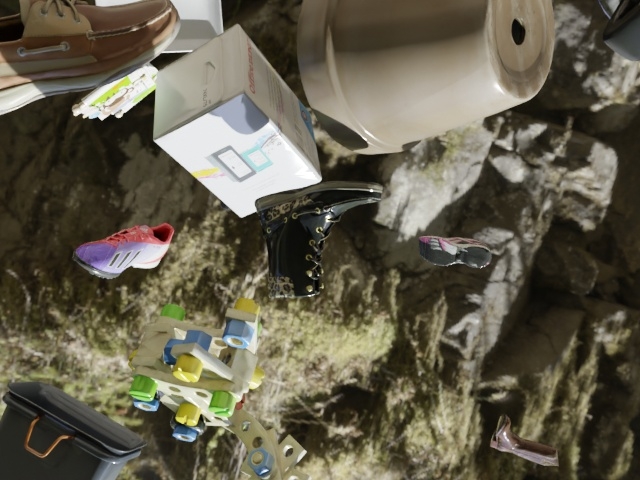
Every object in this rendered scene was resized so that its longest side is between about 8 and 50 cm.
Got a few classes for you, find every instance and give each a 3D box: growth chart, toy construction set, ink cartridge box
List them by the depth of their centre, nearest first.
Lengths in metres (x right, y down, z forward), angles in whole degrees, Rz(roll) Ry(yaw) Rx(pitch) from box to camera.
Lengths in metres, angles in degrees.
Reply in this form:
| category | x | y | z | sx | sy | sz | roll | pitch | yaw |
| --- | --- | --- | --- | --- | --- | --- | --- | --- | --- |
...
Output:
| category | x | y | z | sx | sy | sz | roll | pitch | yaw |
| --- | --- | --- | --- | --- | --- | --- | --- | --- | --- |
| toy construction set | -0.126 | 0.204 | 0.801 | 0.215 | 0.327 | 0.151 | -4 | -143 | 22 |
| growth chart | -0.370 | -0.280 | 1.162 | 0.021 | 0.172 | 0.237 | 52 | -175 | -7 |
| ink cartridge box | -0.155 | -0.221 | 1.187 | 0.270 | 0.197 | 0.198 | 45 | -152 | -47 |

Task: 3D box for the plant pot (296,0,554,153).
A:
| category | x | y | z | sx | sy | sz | roll | pitch | yaw |
| --- | --- | --- | --- | --- | --- | --- | --- | --- | --- |
| plant pot | 0.172 | -0.290 | 0.918 | 0.323 | 0.323 | 0.280 | 5 | -177 | -44 |

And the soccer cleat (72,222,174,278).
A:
| category | x | y | z | sx | sy | sz | roll | pitch | yaw |
| --- | --- | --- | --- | --- | --- | --- | --- | --- | --- |
| soccer cleat | -0.463 | 0.012 | 1.477 | 0.109 | 0.116 | 0.318 | 41 | -168 | 10 |

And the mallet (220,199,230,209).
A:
| category | x | y | z | sx | sy | sz | roll | pitch | yaw |
| --- | --- | --- | --- | --- | --- | --- | --- | --- | --- |
| mallet | -0.288 | -0.161 | 1.662 | 0.189 | 0.039 | 0.062 | 51 | -160 | -3 |

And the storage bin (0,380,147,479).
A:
| category | x | y | z | sx | sy | sz | roll | pitch | yaw |
| --- | --- | --- | --- | --- | --- | --- | --- | --- | --- |
| storage bin | -0.253 | 0.206 | 0.587 | 0.135 | 0.091 | 0.098 | 25 | 172 | 8 |

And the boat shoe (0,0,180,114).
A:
| category | x | y | z | sx | sy | sz | roll | pitch | yaw |
| --- | --- | --- | --- | --- | --- | --- | --- | --- | --- |
| boat shoe | -0.343 | -0.262 | 0.801 | 0.324 | 0.116 | 0.123 | -24 | -136 | -11 |

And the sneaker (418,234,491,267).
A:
| category | x | y | z | sx | sy | sz | roll | pitch | yaw |
| --- | --- | --- | --- | --- | --- | --- | --- | --- | --- |
| sneaker | 0.328 | 0.022 | 1.510 | 0.178 | 0.072 | 0.077 | 14 | -157 | 14 |

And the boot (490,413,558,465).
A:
| category | x | y | z | sx | sy | sz | roll | pitch | yaw |
| --- | --- | --- | --- | --- | --- | --- | --- | --- | --- |
| boot | 0.356 | 0.344 | 1.054 | 0.114 | 0.106 | 0.037 | 18 | -125 | 17 |

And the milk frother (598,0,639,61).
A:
| category | x | y | z | sx | sy | sz | roll | pitch | yaw |
| --- | --- | --- | --- | --- | --- | --- | --- | --- | --- |
| milk frother | 0.202 | -0.199 | 0.365 | 0.143 | 0.129 | 0.135 | 53 | 169 | 4 |

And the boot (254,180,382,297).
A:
| category | x | y | z | sx | sy | sz | roll | pitch | yaw |
| --- | --- | --- | --- | --- | --- | --- | --- | --- | --- |
| boot | 0.000 | 0.000 | 1.009 | 0.236 | 0.178 | 0.085 | -8 | 174 | 31 |

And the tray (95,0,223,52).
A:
| category | x | y | z | sx | sy | sz | roll | pitch | yaw |
| --- | --- | --- | --- | --- | --- | --- | --- | --- | --- |
| tray | -0.356 | -0.496 | 1.382 | 0.270 | 0.145 | 0.030 | -7 | -162 | -16 |
